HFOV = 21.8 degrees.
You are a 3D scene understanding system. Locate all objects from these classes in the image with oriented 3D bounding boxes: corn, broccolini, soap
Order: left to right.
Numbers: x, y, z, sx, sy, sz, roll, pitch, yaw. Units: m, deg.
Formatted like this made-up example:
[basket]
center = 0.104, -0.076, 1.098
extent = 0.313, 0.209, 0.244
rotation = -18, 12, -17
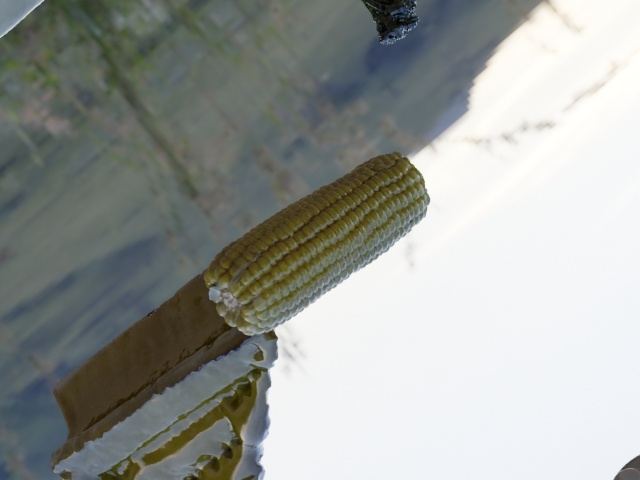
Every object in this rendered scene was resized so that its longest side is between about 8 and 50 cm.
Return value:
[soap]
center = -0.084, 0.191, 1.864
extent = 0.339, 0.304, 0.169
rotation = -36, -136, 30
[corn]
center = 0.000, 0.000, 1.593
extent = 0.244, 0.093, 0.093
rotation = -35, -178, -26
[broccolini]
center = 0.021, -0.350, 2.128
extent = 0.057, 0.254, 0.071
rotation = -48, -176, 38

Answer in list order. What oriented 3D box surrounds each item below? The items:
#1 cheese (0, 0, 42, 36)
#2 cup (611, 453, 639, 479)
[cheese]
center = -0.463, -0.317, 1.967
extent = 0.266, 0.124, 0.242
rotation = 10, -134, 31
[cup]
center = 0.330, 0.252, 1.443
extent = 0.173, 0.142, 0.134
rotation = 13, -135, 27
